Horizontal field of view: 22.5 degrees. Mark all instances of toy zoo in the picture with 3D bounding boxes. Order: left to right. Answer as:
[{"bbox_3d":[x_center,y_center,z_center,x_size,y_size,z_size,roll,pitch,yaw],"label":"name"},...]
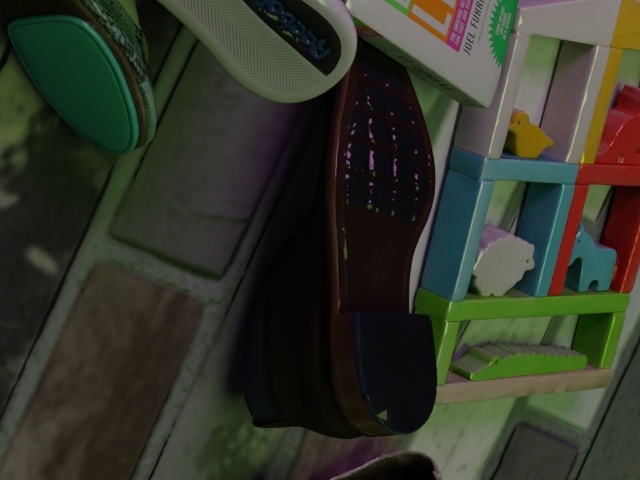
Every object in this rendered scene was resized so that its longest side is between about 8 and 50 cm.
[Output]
[{"bbox_3d":[0.152,-0.042,1.019,0.192,0.030,0.293,1,107,-45],"label":"toy zoo"}]

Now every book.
[{"bbox_3d":[0.058,-0.141,0.869,0.144,0.035,0.096,25,77,-50],"label":"book"}]

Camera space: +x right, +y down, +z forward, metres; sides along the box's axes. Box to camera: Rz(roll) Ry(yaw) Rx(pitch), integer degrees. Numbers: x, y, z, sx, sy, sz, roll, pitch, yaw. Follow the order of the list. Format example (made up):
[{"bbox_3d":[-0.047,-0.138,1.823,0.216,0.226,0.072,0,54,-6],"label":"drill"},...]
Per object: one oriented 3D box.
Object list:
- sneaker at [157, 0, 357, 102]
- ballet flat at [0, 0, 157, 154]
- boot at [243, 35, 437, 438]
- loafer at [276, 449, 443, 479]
[{"bbox_3d":[-0.068,-0.162,0.698,0.079,0.121,0.217,-30,129,12],"label":"sneaker"},{"bbox_3d":[-0.115,-0.118,0.702,0.070,0.070,0.188,-49,138,-17],"label":"ballet flat"},{"bbox_3d":[0.000,0.000,0.867,0.082,0.106,0.219,15,68,-43],"label":"boot"},{"bbox_3d":[-0.019,0.186,0.908,0.268,0.102,0.092,-20,120,-49],"label":"loafer"}]
